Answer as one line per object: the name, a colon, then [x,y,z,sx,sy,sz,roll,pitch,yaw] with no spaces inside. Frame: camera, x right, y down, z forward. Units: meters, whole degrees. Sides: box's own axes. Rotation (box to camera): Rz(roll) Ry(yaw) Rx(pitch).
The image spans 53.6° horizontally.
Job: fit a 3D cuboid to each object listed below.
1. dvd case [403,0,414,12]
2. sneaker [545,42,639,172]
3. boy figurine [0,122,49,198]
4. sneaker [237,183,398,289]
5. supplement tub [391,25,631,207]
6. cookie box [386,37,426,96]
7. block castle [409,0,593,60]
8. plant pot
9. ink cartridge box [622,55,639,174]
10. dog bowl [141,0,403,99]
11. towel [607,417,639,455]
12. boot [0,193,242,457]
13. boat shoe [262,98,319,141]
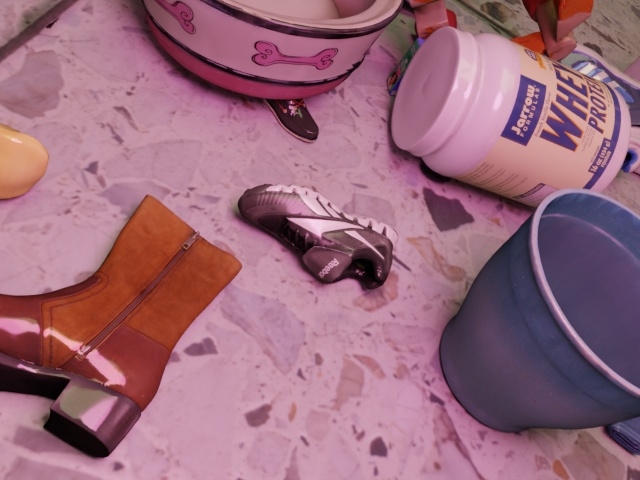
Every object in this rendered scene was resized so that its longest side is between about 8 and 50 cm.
dvd case: [0.150,-0.588,1.287,0.238,0.029,0.180,22,78,-30]
sneaker: [0.522,-0.259,1.283,0.322,0.130,0.236,25,58,0]
boy figurine: [-0.437,-0.106,0.656,0.285,0.092,0.177,3,57,-29]
sneaker: [0.000,0.000,0.837,0.234,0.078,0.106,20,48,-19]
supplement tub: [0.305,-0.195,1.040,0.324,0.235,0.236,16,52,-20]
cookie box: [0.184,-0.298,1.129,0.091,0.107,0.040,9,54,-24]
block castle: [0.275,-0.487,1.056,0.302,0.453,0.213,-12,63,16]
plant pot: [0.294,0.116,0.804,0.271,0.255,0.272,15,53,-21]
ink cartridge box: [0.871,-0.234,1.434,0.394,0.166,0.286,22,50,-15]
dog bowl: [-0.087,-0.379,0.971,0.407,0.150,0.408,12,46,-13]
towel: [0.464,0.256,0.954,0.067,0.029,0.119,37,49,-2]
boot: [-0.243,0.036,0.663,0.264,0.096,0.281,33,48,-5]
boat shoe: [-0.048,-0.209,0.982,0.049,0.042,0.133,-32,79,-42]
